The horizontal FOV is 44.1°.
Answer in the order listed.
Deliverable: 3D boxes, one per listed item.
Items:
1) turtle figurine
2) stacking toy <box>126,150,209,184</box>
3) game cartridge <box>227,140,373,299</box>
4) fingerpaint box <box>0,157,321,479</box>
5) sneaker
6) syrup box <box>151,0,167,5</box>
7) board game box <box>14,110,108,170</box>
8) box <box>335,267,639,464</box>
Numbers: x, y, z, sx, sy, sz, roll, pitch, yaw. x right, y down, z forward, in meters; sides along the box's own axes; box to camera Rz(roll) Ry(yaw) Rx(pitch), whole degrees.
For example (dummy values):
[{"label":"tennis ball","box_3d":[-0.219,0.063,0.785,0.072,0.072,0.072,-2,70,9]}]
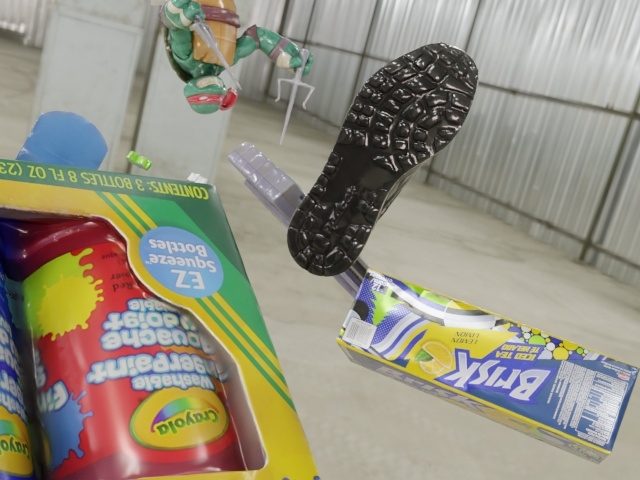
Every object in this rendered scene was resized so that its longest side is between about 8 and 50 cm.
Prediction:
[{"label":"turtle figurine","box_3d":[-0.095,-0.205,0.729,0.118,0.234,0.175,0,4,32]},{"label":"stacking toy","box_3d":[-0.321,-0.069,1.443,0.221,0.167,0.052,24,-20,27]},{"label":"game cartridge","box_3d":[0.000,0.000,1.293,0.355,0.068,0.230,47,-6,-33]},{"label":"fingerpaint box","box_3d":[-0.234,0.122,0.445,0.444,0.163,0.371,5,46,-34]},{"label":"sneaker","box_3d":[0.063,-0.095,0.877,0.107,0.283,0.124,38,11,1]},{"label":"syrup box","box_3d":[-0.213,-0.481,1.245,0.093,0.096,0.237,3,59,-8]},{"label":"board game box","box_3d":[-0.467,-0.147,1.411,0.133,0.169,0.033,31,-13,-30]},{"label":"box","box_3d":[0.098,0.076,0.482,0.168,0.054,0.059,21,-15,19]}]
